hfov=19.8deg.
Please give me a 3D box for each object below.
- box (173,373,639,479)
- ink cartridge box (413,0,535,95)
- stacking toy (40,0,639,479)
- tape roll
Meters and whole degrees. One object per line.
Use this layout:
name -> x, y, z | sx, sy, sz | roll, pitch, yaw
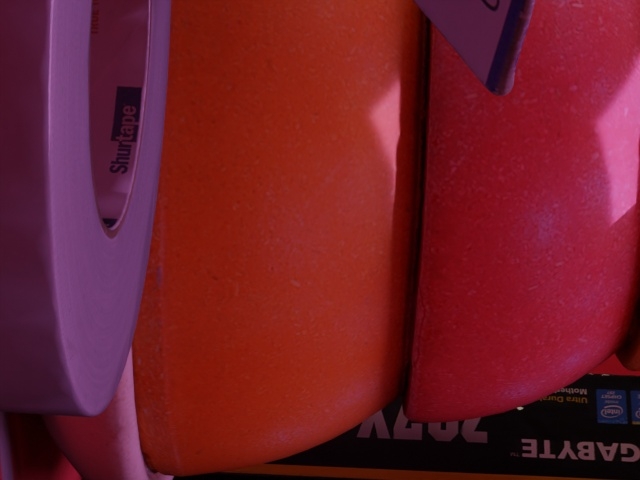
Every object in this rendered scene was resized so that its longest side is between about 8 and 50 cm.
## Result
box -> 0.039, 0.167, 1.051 | 0.257, 0.322, 0.079 | 91, 2, -53
ink cartridge box -> 0.024, -0.268, 0.542 | 0.330, 0.071, 0.324 | 53, -32, 30
stacking toy -> 0.123, -0.042, 0.827 | 0.350, 0.479, 0.351 | 4, 90, -87
tape roll -> -0.091, -0.060, 0.530 | 0.219, 0.072, 0.219 | 3, 90, -89
